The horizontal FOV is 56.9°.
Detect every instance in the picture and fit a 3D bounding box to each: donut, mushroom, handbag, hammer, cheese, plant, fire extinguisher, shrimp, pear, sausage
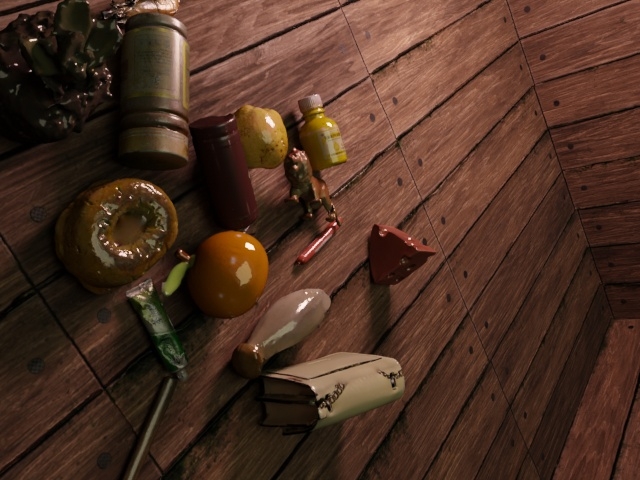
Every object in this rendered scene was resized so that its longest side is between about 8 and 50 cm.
[{"bbox_3d":[-0.426,-0.021,1.245,0.208,0.128,0.261,52,49,-26],"label":"donut"},{"bbox_3d":[-0.097,0.231,1.556,0.350,0.128,0.128,-39,112,-39],"label":"mushroom"},{"bbox_3d":[0.030,0.402,1.577,0.359,0.237,0.160,-2,83,-47],"label":"handbag"},{"bbox_3d":[-0.388,0.469,1.268,0.111,0.043,0.365,40,55,-35],"label":"hammer"},{"bbox_3d":[0.240,0.021,1.931,0.128,0.203,0.177,4,52,-44],"label":"cheese"},{"bbox_3d":[-0.496,-0.304,1.087,0.213,0.312,0.215,53,47,-32],"label":"plant"},{"bbox_3d":[-0.222,-0.138,1.458,0.135,0.114,0.337,-56,142,-55],"label":"fire extinguisher"},{"bbox_3d":[-0.450,-0.600,1.381,0.262,0.051,0.198,-42,107,-45],"label":"shrimp"},{"bbox_3d":[-0.167,-0.266,1.531,0.178,0.178,0.178,10,77,-45],"label":"pear"},{"bbox_3d":[0.000,0.000,1.760,0.253,0.034,0.034,-46,116,-41],"label":"sausage"}]

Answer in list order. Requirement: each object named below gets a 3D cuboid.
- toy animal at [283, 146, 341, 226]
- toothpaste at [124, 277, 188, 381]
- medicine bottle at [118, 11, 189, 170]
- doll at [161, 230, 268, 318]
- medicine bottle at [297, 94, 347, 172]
[{"bbox_3d":[-0.029,-0.151,1.678,0.312,0.097,0.157,36,50,-65],"label":"toy animal"},{"bbox_3d":[-0.360,0.209,1.338,0.078,0.047,0.248,-34,106,-46],"label":"toothpaste"},{"bbox_3d":[-0.373,-0.332,1.334,0.151,0.151,0.322,7,78,-46],"label":"medicine bottle"},{"bbox_3d":[-0.242,0.069,1.384,0.236,0.213,0.213,23,67,-27],"label":"doll"},{"bbox_3d":[-0.005,-0.317,1.742,0.122,0.122,0.212,-25,102,-46],"label":"medicine bottle"}]
